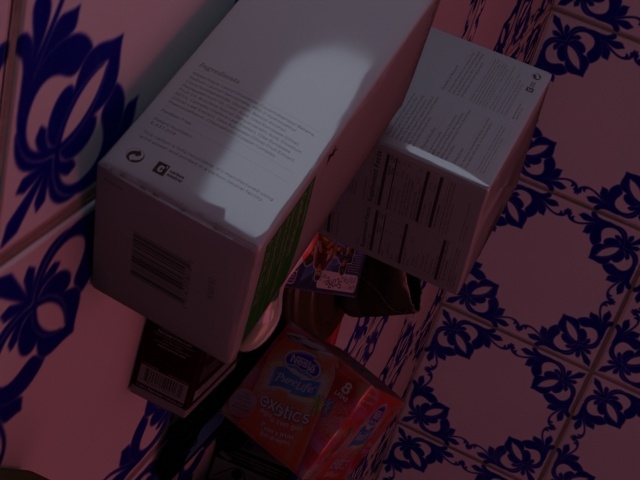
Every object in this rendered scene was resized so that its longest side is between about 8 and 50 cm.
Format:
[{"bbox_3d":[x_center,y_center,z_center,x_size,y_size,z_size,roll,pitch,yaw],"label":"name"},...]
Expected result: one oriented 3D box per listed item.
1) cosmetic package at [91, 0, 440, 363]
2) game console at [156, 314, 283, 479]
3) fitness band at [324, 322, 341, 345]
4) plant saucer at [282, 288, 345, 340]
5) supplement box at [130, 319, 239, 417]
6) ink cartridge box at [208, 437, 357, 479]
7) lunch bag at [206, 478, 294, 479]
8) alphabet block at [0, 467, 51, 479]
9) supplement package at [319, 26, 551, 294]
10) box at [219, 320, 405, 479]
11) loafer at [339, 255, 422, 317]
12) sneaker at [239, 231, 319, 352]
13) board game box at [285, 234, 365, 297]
[{"bbox_3d":[-0.044,-0.101,1.080,0.365,0.155,0.197,-56,170,-33],"label":"cosmetic package"},{"bbox_3d":[-0.124,0.224,1.636,0.361,0.044,0.213,-41,152,-61],"label":"game console"},{"bbox_3d":[-0.045,0.221,1.947,0.209,0.054,0.290,-47,157,-49],"label":"fitness band"},{"bbox_3d":[0.013,0.027,1.724,0.278,0.041,0.277,14,90,-73],"label":"plant saucer"},{"bbox_3d":[-0.118,0.053,1.270,0.130,0.073,0.239,-42,155,-60],"label":"supplement box"},{"bbox_3d":[-0.059,0.361,1.770,0.046,0.207,0.097,-58,167,-65],"label":"ink cartridge box"},{"bbox_3d":[-0.100,0.518,1.679,0.235,0.169,0.286,-88,180,-68],"label":"lunch bag"},{"bbox_3d":[-0.238,0.302,0.967,0.192,0.193,0.197,-62,167,-9],"label":"alphabet block"},{"bbox_3d":[0.092,-0.112,1.384,0.199,0.263,0.198,-57,165,-35],"label":"supplement package"},{"bbox_3d":[0.000,0.224,1.627,0.154,0.142,0.300,-53,163,-3],"label":"box"},{"bbox_3d":[0.120,-0.055,1.707,0.134,0.130,0.365,-43,143,-62],"label":"loafer"},{"bbox_3d":[-0.061,0.031,1.202,0.161,0.057,0.075,-62,150,-14],"label":"sneaker"},{"bbox_3d":[0.000,0.000,1.562,0.201,0.035,0.136,13,92,-59],"label":"board game box"}]
